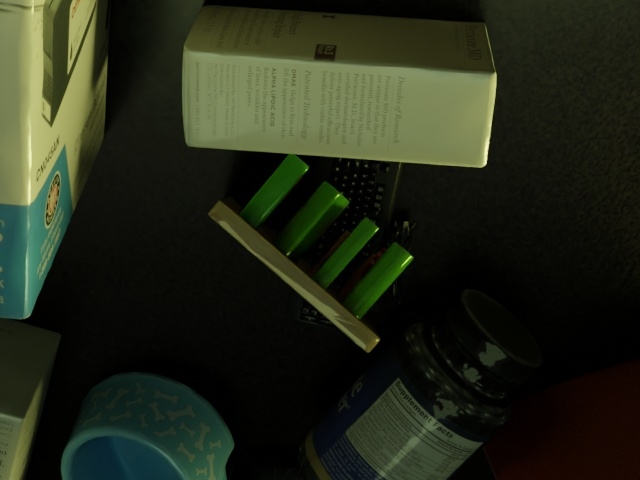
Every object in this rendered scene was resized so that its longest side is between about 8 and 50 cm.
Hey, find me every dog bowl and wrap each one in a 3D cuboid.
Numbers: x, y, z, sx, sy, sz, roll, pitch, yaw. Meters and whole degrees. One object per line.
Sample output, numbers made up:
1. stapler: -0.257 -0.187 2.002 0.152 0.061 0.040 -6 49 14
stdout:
1. dog bowl: -0.146 0.269 1.207 0.166 0.074 0.297 -10 113 25

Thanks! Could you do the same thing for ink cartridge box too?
1. ink cartridge box: -0.240 -0.191 0.852 0.166 0.285 0.395 8 121 -2

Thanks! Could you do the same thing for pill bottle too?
1. pill bottle: 0.090 0.151 1.118 0.123 0.123 0.219 35 111 -16

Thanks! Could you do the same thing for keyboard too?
1. keyboard: 0.032 0.005 1.091 0.100 0.038 0.192 10 121 -2

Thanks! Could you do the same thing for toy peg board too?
1. toy peg board: 0.000 0.000 1.019 0.161 0.160 0.079 41 92 -2

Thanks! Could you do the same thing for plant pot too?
1. plant pot: 0.324 0.248 1.097 0.236 0.267 0.267 -35 113 9

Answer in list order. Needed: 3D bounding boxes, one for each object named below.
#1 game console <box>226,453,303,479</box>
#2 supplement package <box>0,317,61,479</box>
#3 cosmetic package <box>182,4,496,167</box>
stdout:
1. game console: 0.013 0.370 1.304 0.213 0.044 0.361 2 120 5
2. supplement package: -0.343 0.199 1.174 0.139 0.134 0.244 16 120 -5
3. cosmetic package: 0.015 -0.122 0.973 0.231 0.117 0.085 2 119 1
